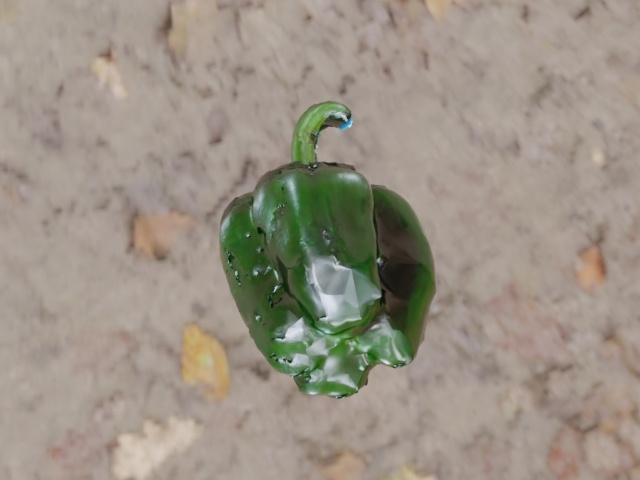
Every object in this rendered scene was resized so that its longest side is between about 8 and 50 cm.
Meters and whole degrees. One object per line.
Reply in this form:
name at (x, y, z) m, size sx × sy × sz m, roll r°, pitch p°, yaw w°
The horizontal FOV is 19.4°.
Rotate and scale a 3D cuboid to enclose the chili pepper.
chili pepper at (0.000, 0.000, 1.620) m, size 0.174 × 0.261 × 0.165 m, roll 17°, pitch 134°, yaw -39°
